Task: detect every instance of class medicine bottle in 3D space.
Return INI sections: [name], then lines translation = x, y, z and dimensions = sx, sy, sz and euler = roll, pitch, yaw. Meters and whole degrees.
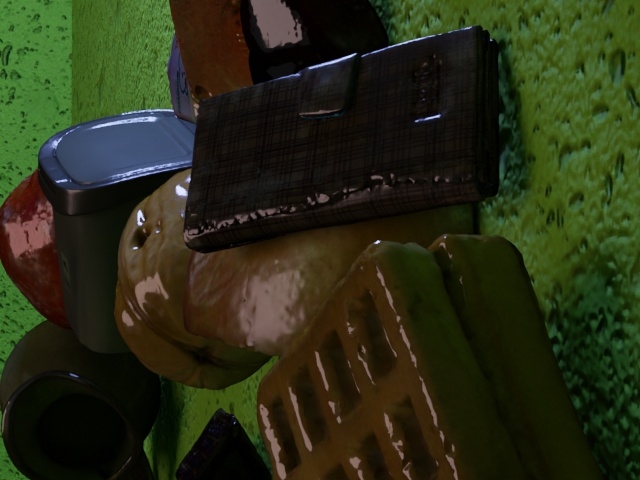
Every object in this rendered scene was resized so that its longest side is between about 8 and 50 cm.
[medicine bottle]
translation = -0.115, -0.186, 1.513
dimensions = 0.188, 0.094, 0.119
euler = -154, 66, -72

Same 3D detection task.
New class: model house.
[model house]
translation = -0.114, 0.257, 1.461
dimensions = 0.165, 0.106, 0.152
euler = -176, 86, -69

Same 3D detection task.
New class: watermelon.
[watermelon]
translation = -0.036, -0.231, 1.205
dimensions = 0.128, 0.159, 0.304
euler = 25, 133, 39

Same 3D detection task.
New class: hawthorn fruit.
[hawthorn fruit]
translation = -0.324, -0.006, 1.942
dimensions = 0.284, 0.284, 0.284
euler = -179, 90, -73

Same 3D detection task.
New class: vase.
[vase]
translation = -0.332, 0.282, 2.021
dimensions = 0.329, 0.240, 0.302
euler = 59, 180, -20

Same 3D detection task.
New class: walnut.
[walnut]
translation = -0.113, 0.034, 1.342
dimensions = 0.195, 0.195, 0.222
euler = 110, 157, -47

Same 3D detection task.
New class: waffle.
[waffle]
translation = 0.076, 0.181, 0.732
dimensions = 0.224, 0.098, 0.328
euler = -53, 50, 54

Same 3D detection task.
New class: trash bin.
[trash bin]
translation = -0.234, -0.010, 1.719
dimensions = 0.220, 0.219, 0.250
euler = -133, 39, -58

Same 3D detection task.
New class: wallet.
[wallet]
translation = 0.011, -0.064, 0.918
dimensions = 0.230, 0.042, 0.124
euler = -11, 61, 31

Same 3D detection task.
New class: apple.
[apple]
translation = 0.000, 0.000, 1.067
dimensions = 0.179, 0.254, 0.346
euler = 53, 169, -13

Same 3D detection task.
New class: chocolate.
[chocolate]
translation = -0.012, -0.156, 1.124
dimensions = 0.125, 0.080, 0.149
euler = 26, 132, 42

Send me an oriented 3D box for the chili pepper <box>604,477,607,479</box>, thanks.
[chili pepper]
translation = 0.099, 0.120, 0.841
dimensions = 0.272, 0.063, 0.071
euler = -143, 43, -67
